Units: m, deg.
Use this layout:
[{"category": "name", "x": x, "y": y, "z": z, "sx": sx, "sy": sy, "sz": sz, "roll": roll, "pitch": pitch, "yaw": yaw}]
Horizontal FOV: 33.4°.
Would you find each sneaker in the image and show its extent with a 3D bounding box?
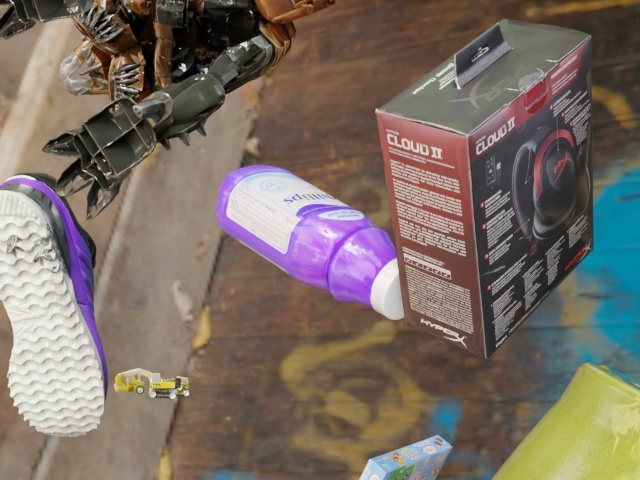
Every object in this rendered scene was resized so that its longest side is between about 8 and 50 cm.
[{"category": "sneaker", "x": -0.274, "y": 0.061, "z": 1.127, "sx": 0.146, "sy": 0.102, "sz": 0.293, "roll": -80, "pitch": 164, "yaw": -65}]

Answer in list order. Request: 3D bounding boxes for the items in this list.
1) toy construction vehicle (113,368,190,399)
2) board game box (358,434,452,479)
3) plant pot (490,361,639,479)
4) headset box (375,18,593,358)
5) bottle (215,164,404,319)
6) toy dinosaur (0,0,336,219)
[{"category": "toy construction vehicle", "x": -0.213, "y": 0.180, "z": 1.361, "sx": 0.086, "sy": 0.098, "sz": 0.035, "roll": 162, "pitch": -66, "yaw": -79}, {"category": "board game box", "x": 0.110, "y": 0.392, "z": 1.655, "sx": 0.211, "sy": 0.039, "sz": 0.160, "roll": -3, "pitch": 122, "yaw": -56}, {"category": "plant pot", "x": 0.298, "y": 0.326, "z": 1.076, "sx": 0.366, "sy": 0.366, "sz": 0.353, "roll": 21, "pitch": 94, "yaw": -55}, {"category": "headset box", "x": 0.174, "y": -0.067, "z": 1.067, "sx": 0.218, "sy": 0.110, "sz": 0.293, "roll": -39, "pitch": 134, "yaw": -34}, {"category": "bottle", "x": 0.000, "y": 0.000, "z": 1.223, "sx": 0.118, "sy": 0.283, "sz": 0.092, "roll": -6, "pitch": 117, "yaw": -42}, {"category": "toy dinosaur", "x": -0.089, "y": -0.148, "z": 0.686, "sx": 0.218, "sy": 0.322, "sz": 0.164, "roll": -33, "pitch": 85, "yaw": -40}]
